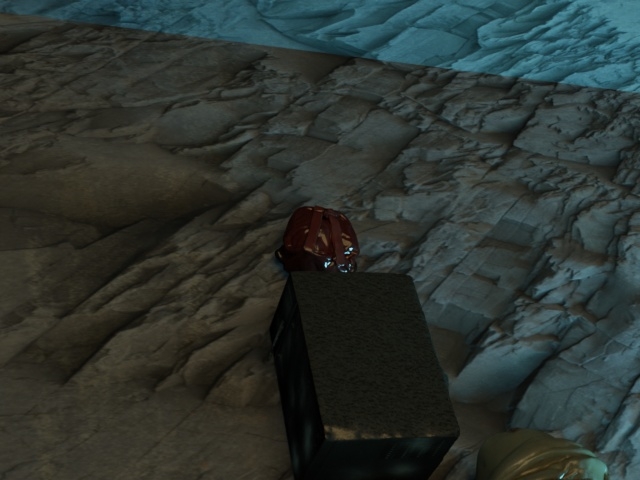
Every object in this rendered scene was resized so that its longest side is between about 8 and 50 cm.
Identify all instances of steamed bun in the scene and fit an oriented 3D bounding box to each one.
[{"bbox_3d":[0.484,0.553,1.789,0.310,0.219,0.324,21,64,-3],"label":"steamed bun"}]

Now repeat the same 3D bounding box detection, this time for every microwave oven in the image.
[{"bbox_3d":[0.091,0.309,1.944,0.375,0.236,0.432,2,49,-20],"label":"microwave oven"}]

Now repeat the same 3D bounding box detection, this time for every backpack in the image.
[{"bbox_3d":[-0.001,0.001,2.257,0.229,0.139,0.229,9,51,-11],"label":"backpack"}]
